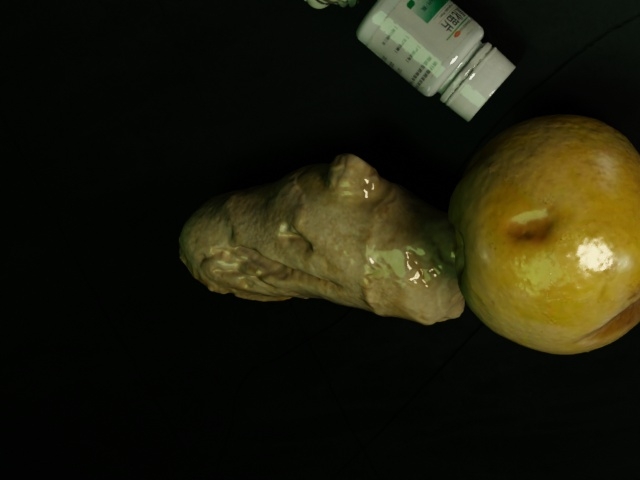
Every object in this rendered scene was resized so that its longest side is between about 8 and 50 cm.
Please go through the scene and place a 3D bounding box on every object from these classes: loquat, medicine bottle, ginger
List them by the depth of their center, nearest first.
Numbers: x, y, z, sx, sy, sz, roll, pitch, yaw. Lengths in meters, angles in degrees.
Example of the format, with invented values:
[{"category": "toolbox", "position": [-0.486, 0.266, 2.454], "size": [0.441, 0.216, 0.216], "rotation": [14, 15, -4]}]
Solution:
[{"category": "loquat", "position": [0.215, 0.002, 1.522], "size": [0.213, 0.213, 0.213], "rotation": [21, 135, 23]}, {"category": "medicine bottle", "position": [0.103, -0.171, 1.546], "size": [0.130, 0.080, 0.080], "rotation": [40, 139, 2]}, {"category": "ginger", "position": [0.000, 0.000, 1.741], "size": [0.354, 0.126, 0.190], "rotation": [-2, 129, 37]}]

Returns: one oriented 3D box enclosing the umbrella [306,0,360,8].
[{"category": "umbrella", "position": [0.030, -0.253, 1.549], "size": [0.067, 0.062, 0.143], "rotation": [22, 139, -26]}]
